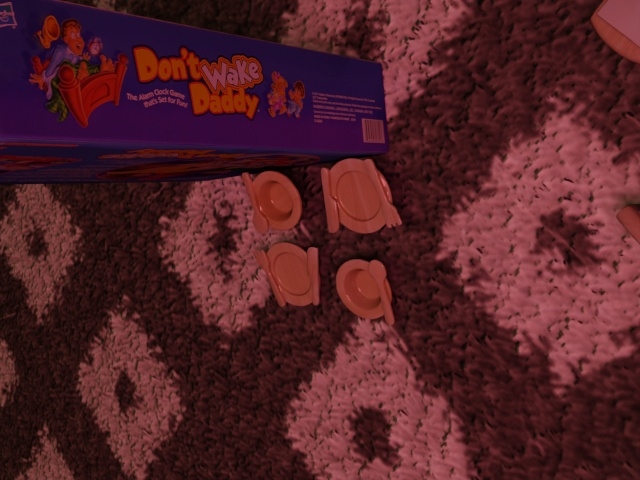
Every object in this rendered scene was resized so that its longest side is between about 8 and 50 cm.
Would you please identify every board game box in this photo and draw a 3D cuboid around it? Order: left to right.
[{"bbox_3d":[-0.143,-0.092,0.573,0.233,0.347,0.078,-4,91,39],"label":"board game box"}]

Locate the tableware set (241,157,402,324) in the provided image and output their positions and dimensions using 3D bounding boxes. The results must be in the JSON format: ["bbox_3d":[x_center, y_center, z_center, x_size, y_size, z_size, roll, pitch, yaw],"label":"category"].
[{"bbox_3d":[0.000,0.000,0.656,0.169,0.020,0.141,2,112,37],"label":"tableware set"}]

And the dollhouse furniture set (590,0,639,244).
[{"bbox_3d":[0.181,-0.063,0.341,0.286,0.303,0.198,50,121,24],"label":"dollhouse furniture set"}]
